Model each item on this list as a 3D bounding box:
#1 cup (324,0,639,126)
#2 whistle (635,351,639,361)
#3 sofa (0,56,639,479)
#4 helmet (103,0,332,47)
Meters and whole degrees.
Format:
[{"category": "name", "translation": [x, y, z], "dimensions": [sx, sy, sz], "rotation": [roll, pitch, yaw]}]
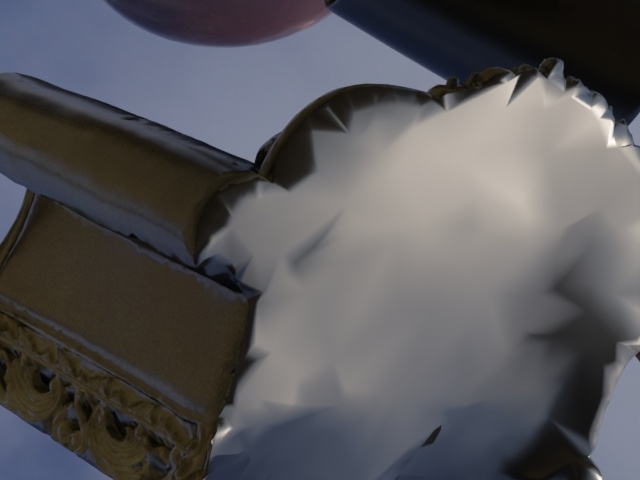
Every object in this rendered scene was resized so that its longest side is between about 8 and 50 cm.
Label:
[{"category": "cup", "translation": [0.103, -0.160, 1.097], "dimensions": [0.177, 0.239, 0.166], "rotation": [23, -92, -11]}, {"category": "whistle", "translation": [0.219, 0.021, 1.453], "dimensions": [0.033, 0.033, 0.176], "rotation": [-35, -89, -4]}, {"category": "sofa", "translation": [0.000, 0.000, 0.726], "dimensions": [0.200, 0.258, 0.182], "rotation": [22, -80, 50]}, {"category": "helmet", "translation": [-0.073, -0.285, 1.594], "dimensions": [0.385, 0.337, 0.230], "rotation": [3, -104, 22]}]
